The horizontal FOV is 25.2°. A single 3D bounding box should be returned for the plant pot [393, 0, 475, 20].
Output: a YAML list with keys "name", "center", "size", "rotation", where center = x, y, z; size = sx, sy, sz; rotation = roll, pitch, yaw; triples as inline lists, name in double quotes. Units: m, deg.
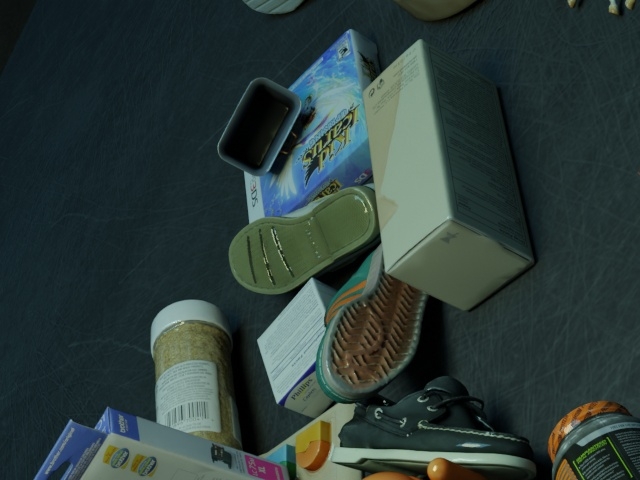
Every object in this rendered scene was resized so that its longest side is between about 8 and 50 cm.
- name: "plant pot"
  center: [0.118, -0.513, 2.001]
  size: [0.323, 0.280, 0.323]
  rotation: [-38, 37, 37]

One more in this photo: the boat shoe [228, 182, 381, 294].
- name: "boat shoe"
  center: [0.000, 0.000, 1.968]
  size: [0.302, 0.103, 0.113]
  rotation: [-19, 85, 44]

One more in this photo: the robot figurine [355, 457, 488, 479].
- name: "robot figurine"
  center: [0.103, 0.312, 1.470]
  size: [0.158, 0.219, 0.128]
  rotation: [-38, 42, 40]

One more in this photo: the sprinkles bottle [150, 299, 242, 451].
- name: "sprinkles bottle"
  center: [-0.174, 0.241, 2.008]
  size: [0.121, 0.121, 0.355]
  rotation: [-46, 32, 26]

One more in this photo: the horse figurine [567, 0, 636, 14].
- name: "horse figurine"
  center: [0.355, -0.369, 1.763]
  size: [0.263, 0.066, 0.175]
  rotation: [23, 92, 56]

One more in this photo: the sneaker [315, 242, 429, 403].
- name: "sneaker"
  center: [0.055, 0.114, 1.754]
  size: [0.121, 0.108, 0.302]
  rotation: [-50, 4, 38]

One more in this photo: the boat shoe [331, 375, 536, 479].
- name: "boat shoe"
  center: [0.128, 0.209, 1.605]
  size: [0.340, 0.127, 0.113]
  rotation: [-19, 55, 65]

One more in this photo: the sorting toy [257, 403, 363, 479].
- name: "sorting toy"
  center: [-0.027, 0.323, 1.830]
  size: [0.208, 0.038, 0.193]
  rotation: [-35, 41, 37]

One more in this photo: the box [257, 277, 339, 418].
- name: "box"
  center: [-0.008, 0.144, 1.904]
  size: [0.126, 0.072, 0.137]
  rotation: [-49, 33, 20]

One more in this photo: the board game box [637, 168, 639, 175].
- name: "board game box"
  center: [0.436, -0.052, 1.443]
  size: [0.145, 0.027, 0.281]
  rotation: [-54, 33, 17]

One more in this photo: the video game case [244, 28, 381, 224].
- name: "video game case"
  center: [-0.010, -0.145, 2.134]
  size: [0.269, 0.061, 0.244]
  rotation: [-42, 38, 30]

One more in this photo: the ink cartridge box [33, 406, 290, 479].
- name: "ink cartridge box"
  center: [-0.213, 0.318, 1.793]
  size: [0.186, 0.311, 0.065]
  rotation: [-56, 29, 24]

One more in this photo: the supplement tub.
- name: "supplement tub"
  center: [0.292, 0.245, 1.346]
  size: [0.117, 0.117, 0.190]
  rotation: [-51, 33, 19]

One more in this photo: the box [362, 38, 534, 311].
- name: "box"
  center: [0.153, -0.084, 1.770]
  size: [0.121, 0.148, 0.311]
  rotation: [-40, 37, 34]

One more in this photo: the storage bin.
- name: "storage bin"
  center: [-0.085, -0.164, 2.123]
  size: [0.135, 0.098, 0.091]
  rotation: [-62, 3, 1]

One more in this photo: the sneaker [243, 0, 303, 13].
- name: "sneaker"
  center: [-0.032, -0.454, 2.388]
  size: [0.258, 0.094, 0.091]
  rotation: [-14, 37, 46]
